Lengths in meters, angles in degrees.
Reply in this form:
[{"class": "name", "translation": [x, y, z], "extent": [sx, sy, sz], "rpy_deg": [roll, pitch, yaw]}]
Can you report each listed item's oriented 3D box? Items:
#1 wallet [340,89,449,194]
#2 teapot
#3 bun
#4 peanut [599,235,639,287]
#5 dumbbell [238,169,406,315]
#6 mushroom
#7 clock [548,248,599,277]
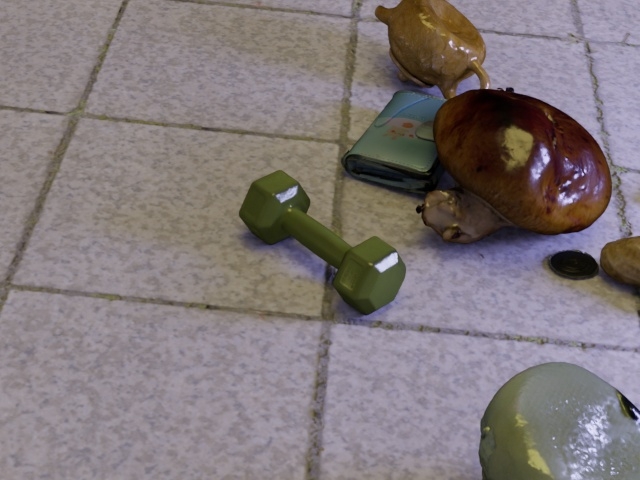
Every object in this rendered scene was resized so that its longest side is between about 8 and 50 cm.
[{"class": "wallet", "translation": [0.165, -0.183, 2.252], "extent": [0.176, 0.075, 0.250], "rpy_deg": [16, 40, 19]}, {"class": "teapot", "translation": [0.218, -0.369, 2.447], "extent": [0.203, 0.167, 0.311], "rpy_deg": [-7, 54, -55]}, {"class": "bun", "translation": [0.311, 0.304, 1.573], "extent": [0.283, 0.179, 0.283], "rpy_deg": [19, 40, -17]}, {"class": "peanut", "translation": [0.541, 0.048, 1.989], "extent": [0.193, 0.089, 0.089], "rpy_deg": [27, 42, 26]}, {"class": "dumbbell", "translation": [0.000, 0.000, 1.967], "extent": [0.302, 0.121, 0.108], "rpy_deg": [37, 18, 33]}, {"class": "mushroom", "translation": [0.314, -0.116, 2.101], "extent": [0.345, 0.259, 0.345], "rpy_deg": [28, 21, -12]}, {"class": "clock", "translation": [0.419, 0.039, 2.047], "extent": [0.083, 0.010, 0.074], "rpy_deg": [-5, 39, -13]}]
